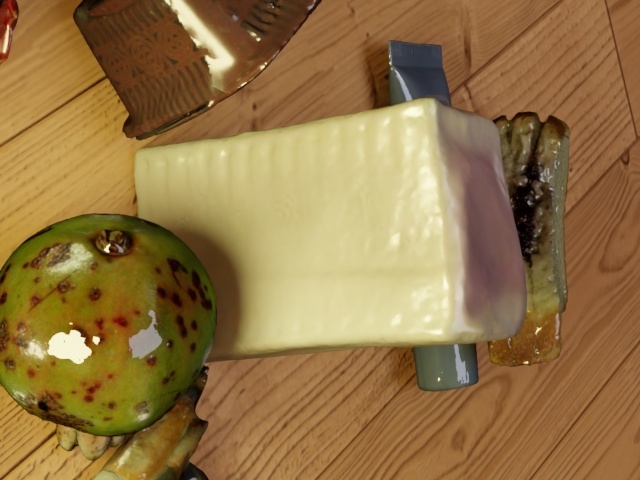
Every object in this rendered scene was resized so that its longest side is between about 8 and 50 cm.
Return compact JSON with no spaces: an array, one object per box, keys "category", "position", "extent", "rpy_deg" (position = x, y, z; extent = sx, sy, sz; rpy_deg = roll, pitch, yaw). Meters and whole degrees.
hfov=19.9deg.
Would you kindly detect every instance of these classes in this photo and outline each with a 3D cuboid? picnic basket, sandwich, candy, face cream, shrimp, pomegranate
[{"category":"picnic basket","position":[-0.092,-0.238,1.633],"extent":[0.129,0.222,0.297],"rpy_deg":[49,50,-20]},{"category":"sandwich","position":[0.230,-0.008,2.066],"extent":[0.288,0.100,0.254],"rpy_deg":[-53,142,-74]},{"category":"candy","position":[0.001,0.003,1.618],"extent":[0.145,0.359,0.208],"rpy_deg":[7,78,-54]},{"category":"face cream","position":[0.123,-0.028,2.017],"extent":[0.135,0.086,0.385],"rpy_deg":[-7,92,-61]},{"category":"shrimp","position":[-0.145,0.236,1.665],"extent":[0.254,0.059,0.145],"rpy_deg":[-54,133,-39]},{"category":"pomegranate","position":[-0.185,0.088,1.523],"extent":[0.202,0.202,0.248],"rpy_deg":[-45,153,-44]}]

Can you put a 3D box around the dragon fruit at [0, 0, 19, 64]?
[{"category":"dragon fruit","position":[-0.321,-0.192,1.278],"extent":[0.244,0.244,0.298],"rpy_deg":[9,91,-54]}]
